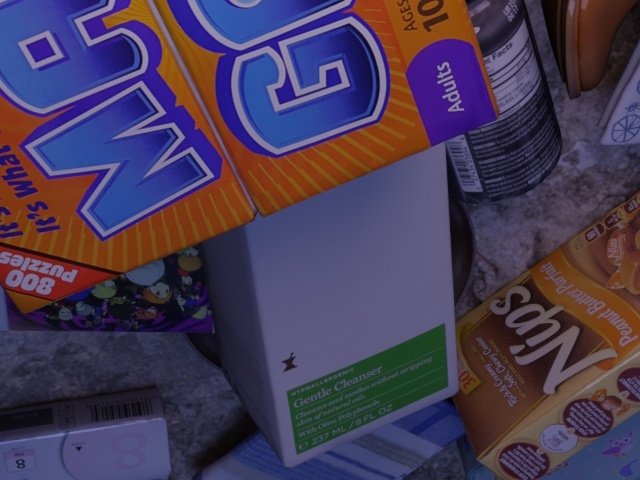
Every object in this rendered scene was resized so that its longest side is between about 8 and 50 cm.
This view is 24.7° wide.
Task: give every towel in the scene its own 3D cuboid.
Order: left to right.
[{"bbox_3d":[0.017,0.232,1.625,0.209,0.034,0.285,27,127,-36],"label":"towel"}]

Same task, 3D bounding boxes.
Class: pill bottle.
[{"bbox_3d":[0.129,-0.159,1.298,0.130,0.130,0.245,-22,131,2],"label":"pill bottle"}]

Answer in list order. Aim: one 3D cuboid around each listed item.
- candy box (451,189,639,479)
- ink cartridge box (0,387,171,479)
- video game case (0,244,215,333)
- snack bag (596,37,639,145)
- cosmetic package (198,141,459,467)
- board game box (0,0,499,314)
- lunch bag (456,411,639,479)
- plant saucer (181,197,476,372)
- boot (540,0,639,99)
[{"bbox_3d":[0.281,0.096,1.520,0.316,0.183,0.087,-37,129,15],"label":"candy box"},{"bbox_3d":[-0.258,0.268,1.595,0.189,0.066,0.232,-8,126,-10],"label":"ink cartridge box"},{"bbox_3d":[-0.212,-0.006,1.349,0.232,0.042,0.210,1,126,-2],"label":"video game case"},{"bbox_3d":[0.451,-0.219,1.355,0.343,0.037,0.323,-4,135,-28],"label":"snack bag"},{"bbox_3d":[0.000,0.000,1.295,0.197,0.155,0.365,-23,133,-16],"label":"cosmetic package"},{"bbox_3d":[-0.134,-0.242,0.999,0.356,0.356,0.356,-23,131,3],"label":"board game box"},{"bbox_3d":[0.300,0.211,1.673,0.279,0.108,0.224,-39,134,19],"label":"lunch bag"},{"bbox_3d":[0.001,0.024,1.468,0.311,0.050,0.310,-9,131,-10],"label":"plant saucer"},{"bbox_3d":[0.291,-0.245,1.173,0.220,0.109,0.283,-6,123,-3],"label":"boot"}]
